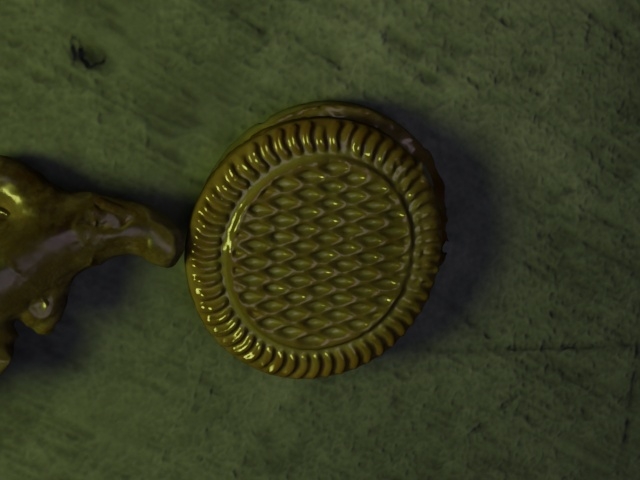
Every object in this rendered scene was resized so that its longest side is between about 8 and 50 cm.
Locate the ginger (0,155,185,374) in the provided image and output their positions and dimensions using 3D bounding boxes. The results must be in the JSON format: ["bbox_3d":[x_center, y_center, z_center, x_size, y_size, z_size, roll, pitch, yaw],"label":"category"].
[{"bbox_3d":[-0.287,0.035,1.092,0.333,0.080,0.166,-34,97,-3],"label":"ginger"}]

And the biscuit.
[{"bbox_3d":[0.000,0.000,1.195,0.259,0.079,0.259,-5,106,-17],"label":"biscuit"}]
